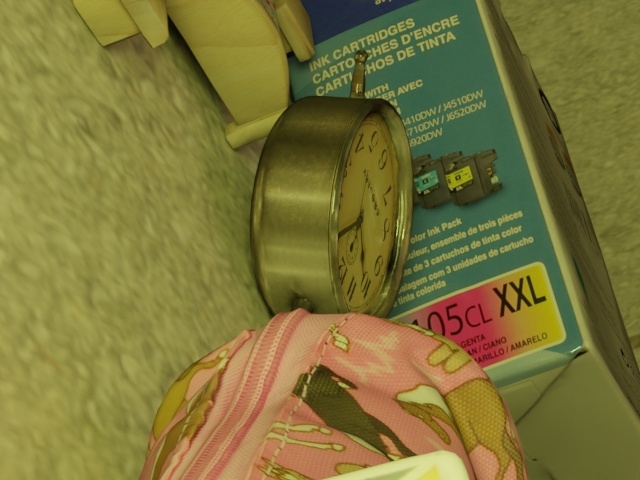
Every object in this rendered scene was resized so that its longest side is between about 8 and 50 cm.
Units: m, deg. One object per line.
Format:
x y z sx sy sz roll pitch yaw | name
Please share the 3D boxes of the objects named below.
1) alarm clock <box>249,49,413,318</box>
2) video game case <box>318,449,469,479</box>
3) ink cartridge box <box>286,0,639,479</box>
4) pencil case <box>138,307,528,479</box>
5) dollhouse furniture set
0.000 0.000 1.068 0.129 0.064 0.192 72 27 -46 | alarm clock
-0.037 0.171 0.365 0.026 0.206 0.227 116 -41 -68 | video game case
0.100 -0.021 1.363 0.270 0.151 0.395 51 23 -57 | ink cartridge box
-0.017 0.140 0.599 0.160 0.167 0.386 30 15 1 | pencil case
-0.015 -0.173 1.064 0.303 0.174 0.355 -98 162 -45 | dollhouse furniture set
